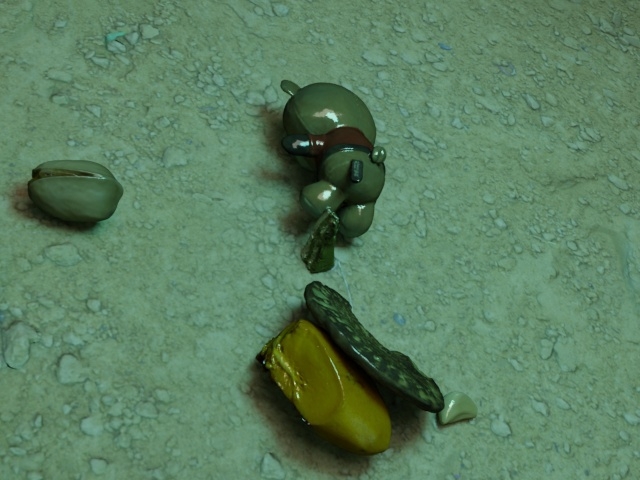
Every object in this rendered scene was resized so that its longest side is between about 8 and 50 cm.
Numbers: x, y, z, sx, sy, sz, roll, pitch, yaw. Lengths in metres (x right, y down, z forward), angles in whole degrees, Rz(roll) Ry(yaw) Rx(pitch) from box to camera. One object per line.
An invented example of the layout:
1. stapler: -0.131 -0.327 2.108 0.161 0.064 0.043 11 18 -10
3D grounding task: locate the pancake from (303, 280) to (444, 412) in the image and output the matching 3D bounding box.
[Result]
1. pancake: 0.085 0.172 1.458 0.288 0.033 0.286 36 8 -32

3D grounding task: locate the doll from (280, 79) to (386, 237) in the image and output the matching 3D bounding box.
1. doll: 0.030 -0.172 1.667 0.235 0.174 0.330 23 35 -36

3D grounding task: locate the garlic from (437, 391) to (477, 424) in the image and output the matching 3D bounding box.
1. garlic: 0.233 0.285 1.522 0.083 0.041 0.053 2 59 -33

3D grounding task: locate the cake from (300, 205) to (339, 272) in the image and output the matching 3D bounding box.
1. cake: 0.000 0.000 1.566 0.055 0.140 0.051 -18 55 -18

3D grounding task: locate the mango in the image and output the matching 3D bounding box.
1. mango: 0.016 0.234 1.391 0.252 0.126 0.154 45 10 8

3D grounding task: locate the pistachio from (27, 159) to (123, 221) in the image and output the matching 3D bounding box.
1. pistachio: -0.400 -0.082 1.449 0.149 0.113 0.113 7 53 -26
